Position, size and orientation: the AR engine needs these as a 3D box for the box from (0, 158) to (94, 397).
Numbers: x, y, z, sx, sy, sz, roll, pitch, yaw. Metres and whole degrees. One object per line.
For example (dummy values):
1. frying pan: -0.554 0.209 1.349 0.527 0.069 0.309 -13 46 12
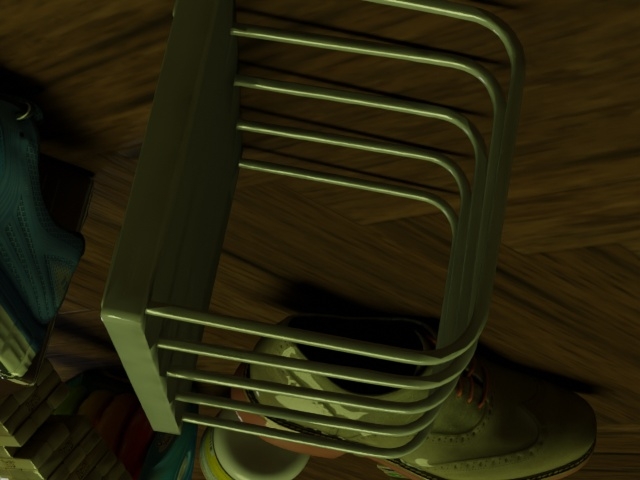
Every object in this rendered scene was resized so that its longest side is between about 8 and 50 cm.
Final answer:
1. box: -0.303 0.012 1.023 0.203 0.167 0.168 21 161 -22

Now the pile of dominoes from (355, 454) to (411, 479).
1. pile of dominoes: 0.094 0.269 1.717 0.196 0.040 0.251 5 161 24

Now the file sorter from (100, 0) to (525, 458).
1. file sorter: 0.000 0.000 0.746 0.173 0.192 0.277 10 162 2

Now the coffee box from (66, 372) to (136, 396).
1. coffee box: -0.290 0.221 1.837 0.113 0.040 0.184 18 162 -16

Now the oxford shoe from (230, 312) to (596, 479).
1. oxford shoe: 0.104 0.140 1.211 0.348 0.123 0.130 9 143 -18

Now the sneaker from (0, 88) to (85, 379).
1. sneaker: -0.265 -0.062 0.859 0.130 0.147 0.330 6 142 39

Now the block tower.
1. block tower: -0.315 0.206 1.487 0.091 0.097 0.335 -5 124 41

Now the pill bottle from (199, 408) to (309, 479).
1. pill bottle: -0.084 0.252 1.666 0.117 0.117 0.215 15 162 -7

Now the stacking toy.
1. stacking toy: -0.308 0.236 1.685 0.302 0.175 0.165 17 136 8
